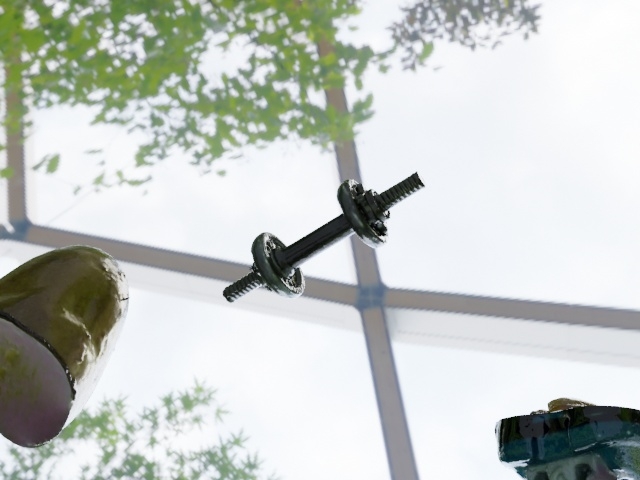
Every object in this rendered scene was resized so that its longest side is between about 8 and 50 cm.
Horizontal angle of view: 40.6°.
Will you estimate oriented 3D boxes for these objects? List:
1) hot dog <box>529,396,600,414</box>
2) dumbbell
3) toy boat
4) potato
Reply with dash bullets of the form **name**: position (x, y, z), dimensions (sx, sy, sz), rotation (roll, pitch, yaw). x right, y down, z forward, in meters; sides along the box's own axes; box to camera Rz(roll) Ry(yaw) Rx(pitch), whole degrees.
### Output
- **hot dog**: position (0.371, 0.275, 1.126), dimensions (0.104, 0.250, 0.076), rotation (-63, -168, 2)
- **dumbbell**: position (0.000, 0.000, 0.914), dimensions (0.254, 0.081, 0.082), rotation (-31, -139, 20)
- **toy boat**: position (0.270, 0.210, 0.708), dimensions (0.134, 0.298, 0.092), rotation (-25, -127, 43)
- **potato**: position (-0.361, 0.113, 1.186), dimensions (0.229, 0.229, 0.266), rotation (0, -153, 23)
